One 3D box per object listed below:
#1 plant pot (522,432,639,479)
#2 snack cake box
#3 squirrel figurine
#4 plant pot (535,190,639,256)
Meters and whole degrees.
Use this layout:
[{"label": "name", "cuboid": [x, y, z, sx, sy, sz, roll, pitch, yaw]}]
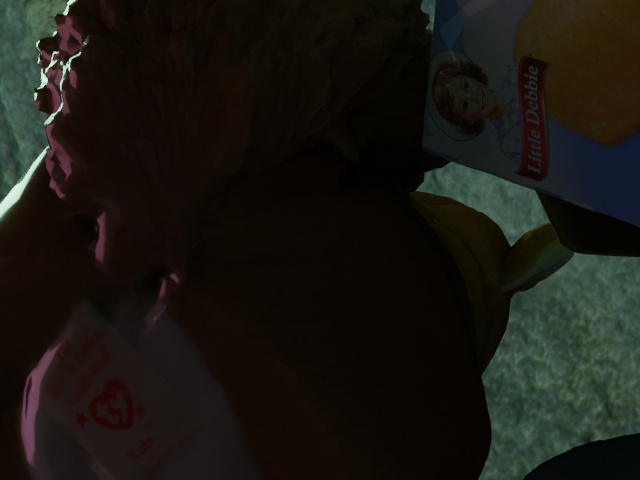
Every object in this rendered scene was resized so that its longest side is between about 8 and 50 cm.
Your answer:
[{"label": "plant pot", "cuboid": [0.201, 0.275, 0.795, 0.341, 0.341, 0.334, 56, -144, -60]}, {"label": "snack cake box", "cuboid": [0.130, -0.140, 0.657, 0.089, 0.152, 0.264, -37, -41, -48]}, {"label": "squirrel figurine", "cuboid": [0.000, 0.000, 0.889, 0.370, 0.281, 0.397, -24, -62, -61]}, {"label": "plant pot", "cuboid": [0.213, -0.118, 0.873, 0.212, 0.212, 0.187, 53, -135, -56]}]
